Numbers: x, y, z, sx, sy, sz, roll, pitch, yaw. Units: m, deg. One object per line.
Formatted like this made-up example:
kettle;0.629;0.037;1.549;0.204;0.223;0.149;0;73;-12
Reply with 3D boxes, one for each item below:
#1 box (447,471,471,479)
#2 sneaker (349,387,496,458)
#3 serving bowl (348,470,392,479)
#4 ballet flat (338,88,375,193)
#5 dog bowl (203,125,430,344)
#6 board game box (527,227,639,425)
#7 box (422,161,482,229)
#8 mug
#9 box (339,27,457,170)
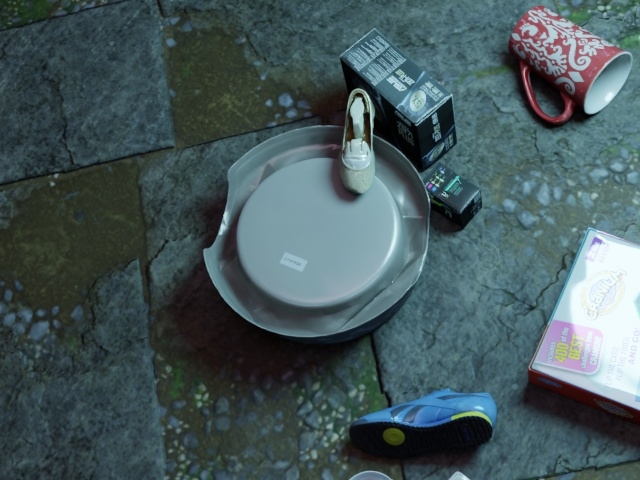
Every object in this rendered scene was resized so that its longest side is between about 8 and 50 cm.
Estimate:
box;0.180;0.409;1.467;0.127;0.232;0.148;37;76;23
sneaker;0.146;0.254;1.650;0.209;0.069;0.082;-9;30;15
serving bowl;0.070;0.365;1.622;0.083;0.027;0.083;-4;64;7
ballet flat;0.052;-0.151;1.745;0.057;0.052;0.168;-3;64;8
dog bowl;0.000;0.000;1.767;0.349;0.102;0.348;-4;64;9
board game box;0.483;0.143;1.635;0.317;0.064;0.242;21;70;19
box;0.200;-0.069;1.787;0.083;0.062;0.052;36;76;23
mug;0.376;-0.279;1.833;0.150;0.113;0.169;-42;62;-13
box;0.123;-0.219;1.825;0.077;0.147;0.180;-40;65;-10
